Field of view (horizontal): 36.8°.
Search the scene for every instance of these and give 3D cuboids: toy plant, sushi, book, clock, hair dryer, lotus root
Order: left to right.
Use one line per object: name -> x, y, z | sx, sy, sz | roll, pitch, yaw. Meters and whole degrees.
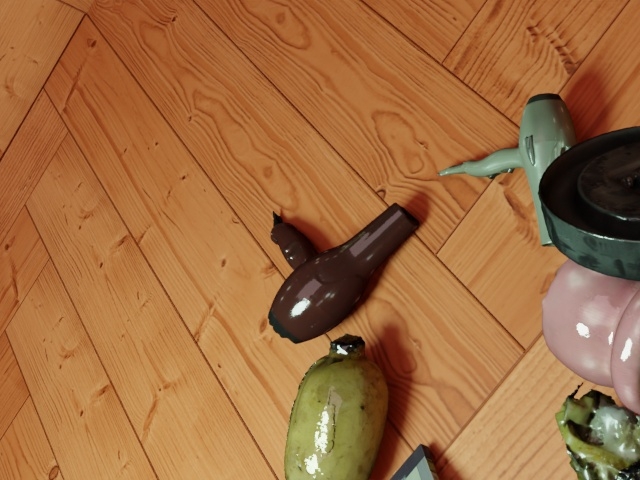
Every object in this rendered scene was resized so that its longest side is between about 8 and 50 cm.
hair dryer -> 0.000, 0.000, 1.765 | 0.312, 0.123, 0.340 | -46, 37, 9
lotus root -> 0.027, 0.294, 1.580 | 0.160, 0.146, 0.284 | 8, 88, 26
book -> 0.140, 0.440, 1.448 | 0.157, 0.026, 0.231 | -52, 26, 21
hair dryer -> 0.306, -0.074, 1.503 | 0.267, 0.092, 0.229 | -40, 56, 46
sushi -> 0.408, 0.307, 1.203 | 0.131, 0.139, 0.291 | -51, 45, 11
clock -> 0.439, -0.057, 1.210 | 0.319, 0.319, 0.066 | 20, 134, 47
toy plant -> 0.430, 0.141, 1.154 | 0.356, 0.317, 0.210 | 34, 141, 46
